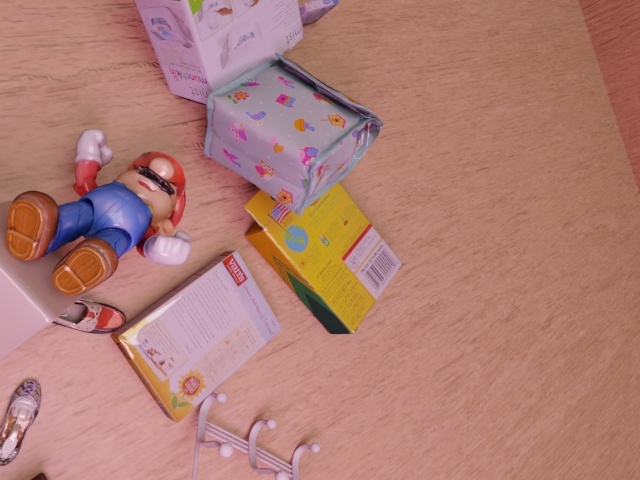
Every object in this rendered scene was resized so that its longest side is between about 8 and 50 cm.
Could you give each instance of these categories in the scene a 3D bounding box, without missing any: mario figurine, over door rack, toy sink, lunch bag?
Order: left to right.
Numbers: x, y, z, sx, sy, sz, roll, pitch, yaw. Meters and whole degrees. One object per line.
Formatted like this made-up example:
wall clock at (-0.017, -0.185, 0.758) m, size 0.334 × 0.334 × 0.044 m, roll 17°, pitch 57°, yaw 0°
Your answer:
toy sink at (-0.441, 0.085, 0.634) m, size 0.234 × 0.131 × 0.153 m, roll -36°, pitch 103°, yaw 5°
mario figurine at (-0.267, -0.062, 0.713) m, size 0.320 × 0.170 × 0.198 m, roll -73°, pitch 149°, yaw -69°
over door rack at (-0.090, 0.408, 0.762) m, size 0.239 × 0.108 × 0.324 m, roll 39°, pitch 30°, yaw -26°
lunch bag at (-0.034, -0.203, 0.893) m, size 0.223 × 0.160 × 0.262 m, roll 34°, pitch 51°, yaw 13°

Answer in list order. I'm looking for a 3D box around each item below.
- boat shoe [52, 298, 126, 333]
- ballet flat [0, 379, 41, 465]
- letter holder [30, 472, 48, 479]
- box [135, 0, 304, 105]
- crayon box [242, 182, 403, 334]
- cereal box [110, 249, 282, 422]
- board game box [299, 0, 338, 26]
boat shoe at (-0.354, 0.108, 0.763) m, size 0.137 × 0.043 × 0.049 m, roll 21°, pitch 68°, yaw -31°
ballet flat at (-0.411, 0.249, 0.701) m, size 0.041 × 0.041 × 0.115 m, roll 26°, pitch 68°, yaw -28°
letter holder at (-0.404, 0.439, 0.563) m, size 0.301 × 0.214 × 0.152 m, roll -32°, pitch 100°, yaw -34°
box at (-0.159, -0.399, 0.871) m, size 0.262 × 0.126 × 0.231 m, roll -51°, pitch 150°, yaw -29°
crayon box at (0.000, 0.000, 0.999) m, size 0.319 × 0.081 × 0.202 m, roll 51°, pitch 58°, yaw -16°
cereal box at (-0.193, 0.150, 0.852) m, size 0.240 × 0.047 × 0.173 m, roll -38°, pitch 111°, yaw -34°
board game box at (-0.022, -0.468, 1.064) m, size 0.090 × 0.090 × 0.020 m, roll -33°, pitch 102°, yaw -34°
